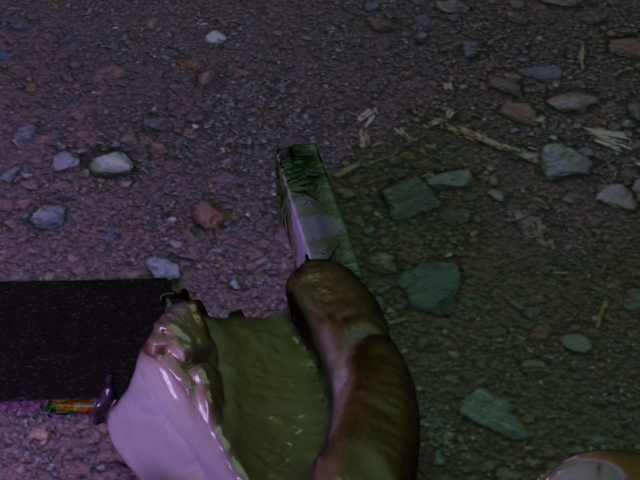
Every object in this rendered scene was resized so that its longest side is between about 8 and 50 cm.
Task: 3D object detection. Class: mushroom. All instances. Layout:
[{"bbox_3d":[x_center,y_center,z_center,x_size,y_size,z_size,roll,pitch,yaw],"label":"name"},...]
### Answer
[{"bbox_3d":[-0.003,0.228,1.829,0.314,0.224,0.397,-14,47,-36],"label":"mushroom"}]

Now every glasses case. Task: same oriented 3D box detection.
[{"bbox_3d":[0.000,0.000,2.129,0.062,0.095,0.272,-8,44,-9],"label":"glasses case"}]

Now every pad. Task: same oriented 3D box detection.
[{"bbox_3d":[-0.347,0.118,2.065,0.330,0.004,0.220,-1,38,1],"label":"pad"}]

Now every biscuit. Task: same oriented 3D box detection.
[{"bbox_3d":[-0.274,0.185,1.996,0.089,0.016,0.046,2,44,4],"label":"biscuit"}]

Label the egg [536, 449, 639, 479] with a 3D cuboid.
[{"bbox_3d":[0.318,0.316,1.709,0.244,0.201,0.201,18,46,6],"label":"egg"}]
